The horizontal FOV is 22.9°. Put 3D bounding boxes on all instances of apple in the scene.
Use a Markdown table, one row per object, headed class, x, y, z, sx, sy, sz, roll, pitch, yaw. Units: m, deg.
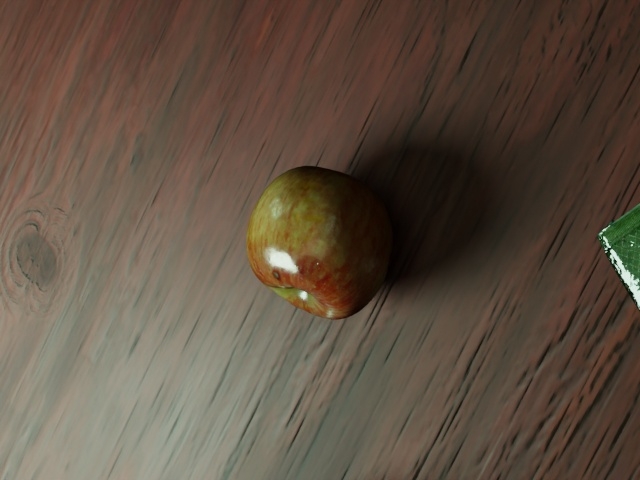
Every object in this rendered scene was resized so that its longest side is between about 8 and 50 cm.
| class | x | y | z | sx | sy | sz | roll | pitch | yaw |
| --- | --- | --- | --- | --- | --- | --- | --- | --- | --- |
| apple | 0.000 | 0.000 | 1.531 | 0.146 | 0.146 | 0.131 | 18 | 70 | 20 |

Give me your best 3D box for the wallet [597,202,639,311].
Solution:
| class | x | y | z | sx | sy | sz | roll | pitch | yaw |
| --- | --- | --- | --- | --- | --- | --- | --- | --- | --- |
| wallet | 0.374 | 0.050 | 1.433 | 0.160 | 0.055 | 0.236 | -35 | 71 | 19 |
